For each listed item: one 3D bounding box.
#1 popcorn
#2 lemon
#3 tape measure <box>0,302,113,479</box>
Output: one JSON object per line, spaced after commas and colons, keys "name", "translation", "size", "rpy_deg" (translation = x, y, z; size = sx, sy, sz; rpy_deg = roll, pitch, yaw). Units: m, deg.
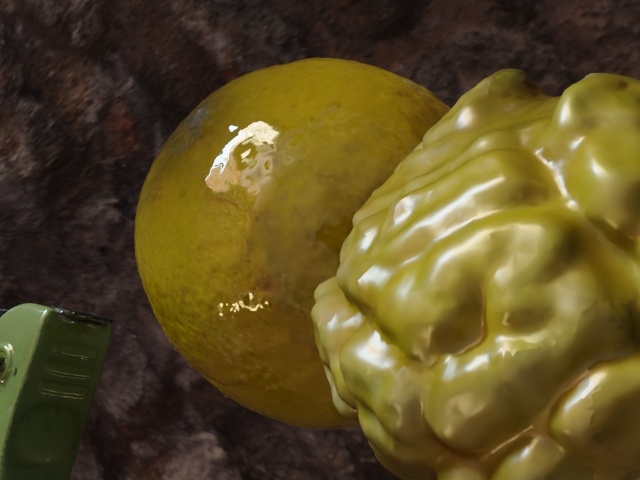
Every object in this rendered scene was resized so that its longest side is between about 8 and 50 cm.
{"name": "popcorn", "translation": [0.107, 0.035, 0.432], "size": [0.203, 0.226, 0.200], "rpy_deg": [37, -109, -2]}
{"name": "lemon", "translation": [0.000, 0.000, 0.823], "size": [0.297, 0.297, 0.296], "rpy_deg": [0, -91, -22]}
{"name": "tape measure", "translation": [-0.273, 0.149, 0.945], "size": [0.106, 0.175, 0.199], "rpy_deg": [16, -96, -49]}
